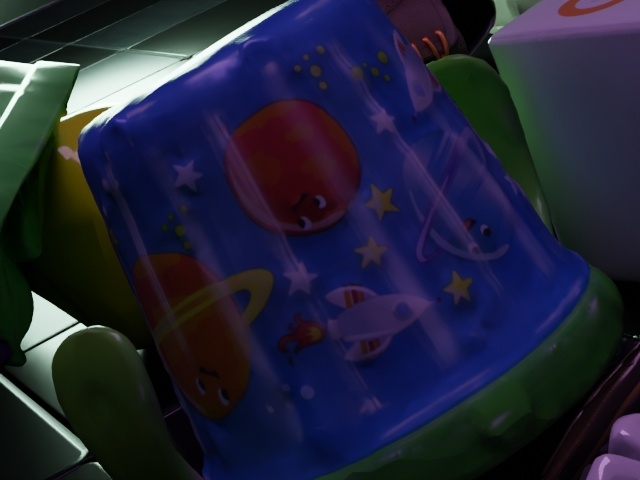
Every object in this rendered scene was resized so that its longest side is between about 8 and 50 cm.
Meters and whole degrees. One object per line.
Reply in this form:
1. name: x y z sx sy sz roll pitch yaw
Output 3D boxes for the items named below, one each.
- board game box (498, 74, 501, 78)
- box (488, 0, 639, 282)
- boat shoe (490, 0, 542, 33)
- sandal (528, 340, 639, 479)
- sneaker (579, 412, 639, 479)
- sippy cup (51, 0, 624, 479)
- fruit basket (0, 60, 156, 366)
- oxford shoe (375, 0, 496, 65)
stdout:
1. board game box: 0.115 -0.067 1.175 0.194 0.060 0.194 -36 22 -35
2. box: 0.303 -0.091 0.865 0.215 0.168 0.345 -35 23 -32
3. boat shoe: 0.202 -0.260 1.542 0.091 0.109 0.305 -25 25 -10
4. sandal: 0.186 0.056 0.749 0.219 0.060 0.090 -38 -12 -19
5. sneaker: 0.207 0.084 0.627 0.118 0.110 0.292 20 36 31
6. sippy cup: 0.000 0.000 0.799 0.240 0.224 0.305 -28 9 8
7. fruit basket: -0.204 0.010 1.130 0.392 0.283 0.392 21 17 -7
8. oxford shoe: 0.054 -0.162 1.407 0.133 0.130 0.363 -5 25 27
